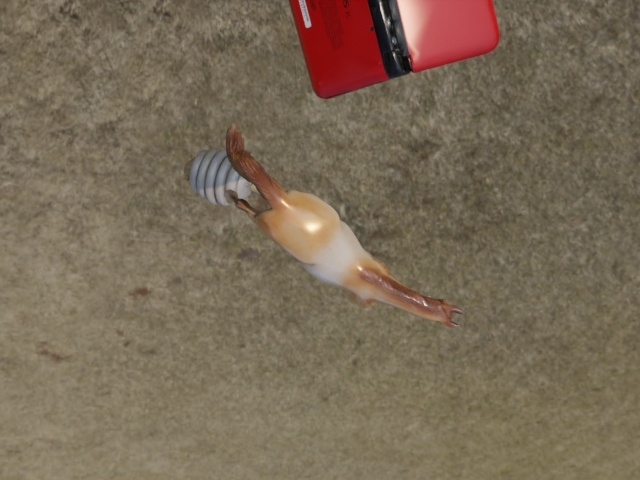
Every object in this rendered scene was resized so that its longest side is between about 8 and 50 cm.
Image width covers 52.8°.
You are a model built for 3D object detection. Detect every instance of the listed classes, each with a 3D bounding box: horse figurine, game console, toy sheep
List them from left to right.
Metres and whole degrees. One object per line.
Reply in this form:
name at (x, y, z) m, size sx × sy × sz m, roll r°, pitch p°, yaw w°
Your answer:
toy sheep at (-0.139, -0.090, 0.933) m, size 0.132 × 0.091 × 0.091 m, roll 12°, pitch 146°, yaw 15°
horse figurine at (0.000, 0.000, 0.632) m, size 0.263 × 0.174 × 0.066 m, roll 42°, pitch 83°, yaw -25°
game console at (0.045, -0.192, 0.476) m, size 0.124 × 0.144 × 0.085 m, roll -6°, pitch -167°, yaw 45°
